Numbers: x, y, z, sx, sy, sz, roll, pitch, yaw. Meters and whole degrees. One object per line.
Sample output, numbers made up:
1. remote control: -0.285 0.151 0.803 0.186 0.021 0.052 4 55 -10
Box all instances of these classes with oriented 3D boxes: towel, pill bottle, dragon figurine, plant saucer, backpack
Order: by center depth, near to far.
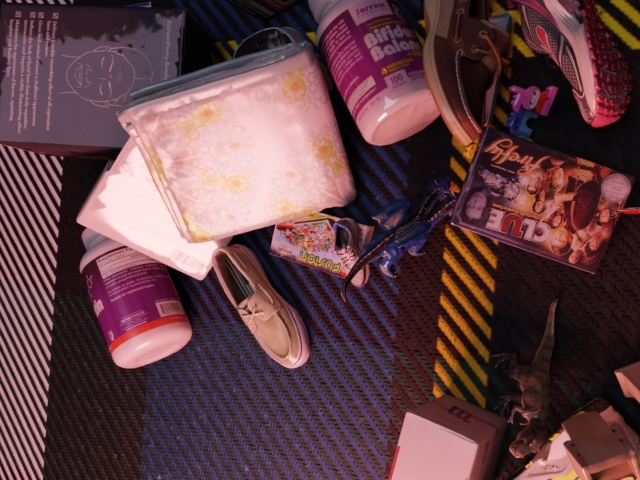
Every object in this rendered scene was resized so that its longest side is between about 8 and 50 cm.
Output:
1. dragon figurine: 0.137 -0.014 1.117 0.085 0.289 0.144 49 150 24
2. plant saucer: 0.294 -0.295 1.120 0.067 0.018 0.192 20 102 64
3. pill bottle: 0.094 -0.340 1.167 0.169 0.169 0.302 -33 74 26
4. towel: -0.148 -0.170 1.205 0.374 0.090 0.321 -14 125 8
5. backpack: -0.076 -0.324 1.270 0.165 0.144 0.188 -22 106 30
6. pill bottle: -0.428 0.111 1.456 0.181 0.181 0.323 -35 72 25

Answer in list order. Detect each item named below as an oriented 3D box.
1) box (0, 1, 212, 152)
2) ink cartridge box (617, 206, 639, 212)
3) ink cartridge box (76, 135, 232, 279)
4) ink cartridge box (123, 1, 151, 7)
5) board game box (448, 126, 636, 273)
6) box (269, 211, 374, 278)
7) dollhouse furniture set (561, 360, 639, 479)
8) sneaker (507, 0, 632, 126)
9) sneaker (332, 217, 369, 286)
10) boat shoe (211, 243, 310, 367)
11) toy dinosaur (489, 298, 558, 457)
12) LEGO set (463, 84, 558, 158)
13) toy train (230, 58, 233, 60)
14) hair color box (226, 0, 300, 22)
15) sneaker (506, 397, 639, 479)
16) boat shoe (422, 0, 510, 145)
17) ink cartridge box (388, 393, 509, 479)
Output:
1. box: -0.458 -0.329 1.387 0.395 0.212 0.294 5 91 6
2. ink cartridge box: 0.553 -0.010 0.909 0.231 0.134 0.078 0 90 31
3. ink cartridge box: -0.310 -0.081 1.342 0.261 0.296 0.066 -51 27 20
4. ink cartridge box: -0.454 -0.393 1.552 0.165 0.065 0.333 5 93 30
5. board game box: 0.349 -0.064 1.024 0.243 0.042 0.165 19 100 2
6. box: 0.000 0.000 1.291 0.206 0.036 0.114 16 97 30
7. dollhouse furniture set: 0.520 0.345 0.900 0.286 0.198 0.304 -23 99 8
8. sneaker: 0.398 -0.309 1.025 0.112 0.120 0.299 -35 59 44
9. sneaker: 0.049 0.024 1.205 0.052 0.058 0.135 -22 80 28
10. boat shoe: -0.134 0.138 1.333 0.109 0.094 0.302 -45 68 22
11. toy dinosaur: 0.335 0.231 1.055 0.118 0.064 0.268 -27 39 55
12. LEGO set: 0.299 -0.158 1.079 0.093 0.087 0.227 20 100 2
13. toy train: -0.218 -0.329 1.432 0.036 0.027 0.158 33 105 30
14. hair color box: -0.029 -0.579 1.234 0.374 0.185 0.114 -20 78 29
15. sneaker: 0.355 0.428 1.012 0.147 0.145 0.385 45 112 24
16. boat shoe: 0.247 -0.314 1.053 0.123 0.123 0.342 -18 51 31
17. ink cartridge box: 0.219 0.351 1.075 0.127 0.176 0.128 17 97 32
